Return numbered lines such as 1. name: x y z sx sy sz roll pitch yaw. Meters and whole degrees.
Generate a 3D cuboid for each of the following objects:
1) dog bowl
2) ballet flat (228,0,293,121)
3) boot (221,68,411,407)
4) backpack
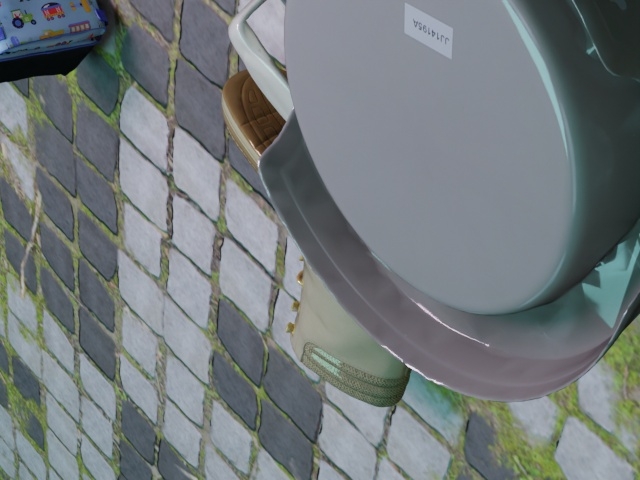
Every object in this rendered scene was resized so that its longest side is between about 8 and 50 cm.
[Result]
1. dog bowl: 0.084 -0.084 0.941 0.349 0.102 0.348 35 139 37
2. ballet flat: -0.016 -0.199 1.134 0.147 0.147 0.409 -14 104 59
3. boot: 0.000 0.000 1.336 0.262 0.095 0.203 45 148 19
4. backpack: -0.300 -0.244 1.537 0.117 0.158 0.173 -31 76 52
